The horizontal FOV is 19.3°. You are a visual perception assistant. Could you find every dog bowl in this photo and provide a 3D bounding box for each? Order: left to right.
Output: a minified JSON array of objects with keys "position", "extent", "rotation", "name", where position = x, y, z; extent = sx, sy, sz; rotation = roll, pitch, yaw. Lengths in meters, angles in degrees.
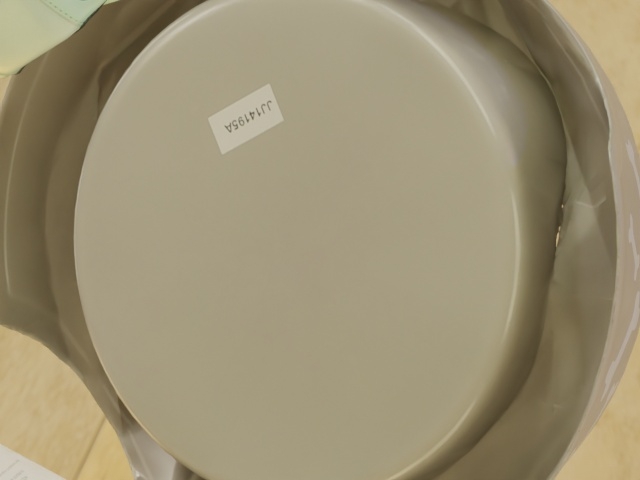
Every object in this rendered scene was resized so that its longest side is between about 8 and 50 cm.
[{"position":[0.000,0.000,0.915],"extent":[0.349,0.102,0.348],"rotation":[1,92,30],"name":"dog bowl"}]

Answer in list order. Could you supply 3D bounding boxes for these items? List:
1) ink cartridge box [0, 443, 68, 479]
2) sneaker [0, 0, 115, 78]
[{"position":[-0.379,0.266,1.692],"extent":[0.283,0.117,0.207],"rotation":[27,108,7],"name":"ink cartridge box"},{"position":[-0.101,-0.162,0.647],"extent":[0.151,0.094,0.256],"rotation":[23,131,-25],"name":"sneaker"}]
